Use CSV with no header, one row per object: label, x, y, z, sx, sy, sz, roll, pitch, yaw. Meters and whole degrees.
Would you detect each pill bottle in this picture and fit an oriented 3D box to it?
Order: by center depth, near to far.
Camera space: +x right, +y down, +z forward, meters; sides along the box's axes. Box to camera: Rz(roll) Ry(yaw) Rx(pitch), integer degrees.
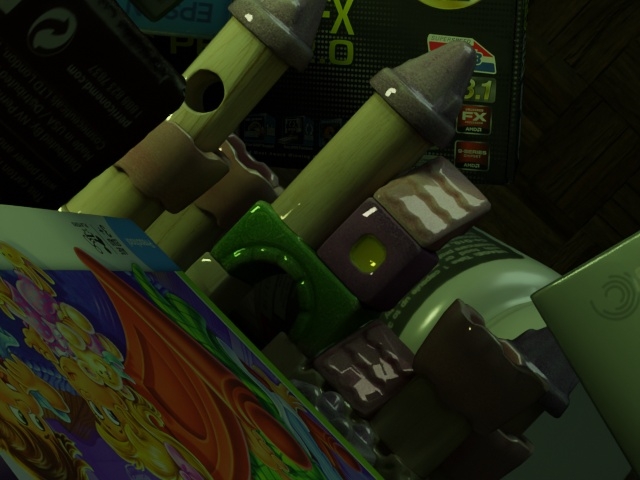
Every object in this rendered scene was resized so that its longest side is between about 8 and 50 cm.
pill bottle,0.084,0.070,1.137,0.161,0.161,0.283,39,-3,-34

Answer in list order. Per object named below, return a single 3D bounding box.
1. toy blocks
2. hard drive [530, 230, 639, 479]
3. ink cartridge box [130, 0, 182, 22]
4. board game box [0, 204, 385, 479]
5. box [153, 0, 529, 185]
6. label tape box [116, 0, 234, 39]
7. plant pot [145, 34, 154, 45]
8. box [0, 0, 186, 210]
toy blocks,0.000,0.000,0.868,0.288,0.260,0.309,47,7,19
hard drive,0.267,0.107,0.805,0.307,0.203,0.040,59,7,4
ink cartridge box,-0.121,-0.191,0.671,0.209,0.062,0.109,49,0,8
board game box,-0.057,0.094,0.480,0.233,0.078,0.347,45,8,9
box,0.015,-0.159,1.216,0.270,0.216,0.060,6,20,10
label tape box,-0.206,-0.207,1.061,0.241,0.105,0.334,3,13,-19
plant pot,-0.233,-0.190,1.291,0.237,0.110,0.237,43,8,-7
box,-0.195,-0.100,0.665,0.203,0.167,0.168,49,1,36
